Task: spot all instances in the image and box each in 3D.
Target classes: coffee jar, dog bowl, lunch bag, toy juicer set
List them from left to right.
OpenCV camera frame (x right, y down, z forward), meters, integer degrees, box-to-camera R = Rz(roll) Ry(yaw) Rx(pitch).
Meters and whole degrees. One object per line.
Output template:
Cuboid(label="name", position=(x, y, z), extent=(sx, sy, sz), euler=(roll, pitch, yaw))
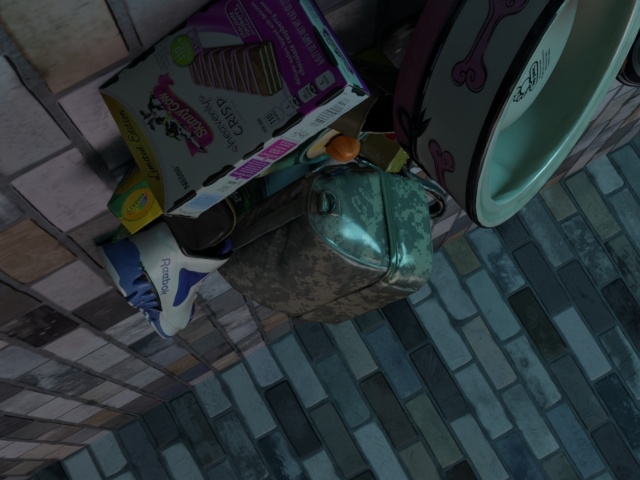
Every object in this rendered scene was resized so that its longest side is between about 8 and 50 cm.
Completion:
Cuboid(label="coffee jar", position=(-0.149, -0.050, 1.352), extent=(0.079, 0.096, 0.184), euler=(-36, -173, 14))
Cuboid(label="toy juicer set", position=(-0.008, -0.140, 1.457), extent=(0.209, 0.089, 0.329), euler=(-26, 169, -20))
Cuboid(label="lunch bag", position=(0.000, 0.000, 1.633), extent=(0.256, 0.212, 0.305), euler=(10, 157, -37))
Cuboid(label="dog bowl", position=(0.243, -0.225, 1.222), extent=(0.408, 0.150, 0.408), euler=(-46, 157, -26))

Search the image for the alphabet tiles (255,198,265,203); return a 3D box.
Cuboid(label="alphabet tiles", position=(-0.196, 0.009, 1.821), extent=(0.284, 0.021, 0.278), euler=(-26, 166, -23))

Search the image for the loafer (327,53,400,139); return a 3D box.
Cuboid(label="loafer", position=(0.029, -0.179, 1.238), extent=(0.251, 0.087, 0.094), euler=(-1, 130, -36))

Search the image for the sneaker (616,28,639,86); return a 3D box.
Cuboid(label="sneaker", position=(0.534, -0.331, 1.456), extent=(0.282, 0.099, 0.153), euler=(-45, -177, -4))

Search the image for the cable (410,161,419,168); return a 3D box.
Cuboid(label="cable", position=(0.266, -0.239, 1.738), extent=(0.257, 0.089, 0.257), euler=(-23, 166, -36))

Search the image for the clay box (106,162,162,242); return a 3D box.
Cuboid(label="clay box", position=(-0.171, -0.091, 1.217), extent=(0.222, 0.053, 0.127), euler=(-32, -161, 14))

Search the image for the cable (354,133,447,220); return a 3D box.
Cuboid(label="cable", position=(0.130, -0.115, 1.678), extent=(0.139, 0.072, 0.287), euler=(-22, 131, 3))

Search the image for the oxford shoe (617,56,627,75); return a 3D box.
Cuboid(label="oxford shoe", position=(0.383, -0.312, 1.468), extent=(0.076, 0.212, 0.076), euler=(-32, 138, -6))

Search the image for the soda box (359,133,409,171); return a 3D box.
Cuboid(label="soda box", position=(0.137, -0.192, 1.527), extent=(0.181, 0.058, 0.061), euler=(-56, 162, 16))

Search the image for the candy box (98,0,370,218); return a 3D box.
Cuboid(label="candy box", position=(-0.091, -0.150, 1.018), extent=(0.233, 0.159, 0.071), euler=(-34, 166, 18))

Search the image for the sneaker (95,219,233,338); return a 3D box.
Cuboid(label="sneaker", position=(-0.218, 0.046, 1.609), extent=(0.182, 0.127, 0.315), euler=(-29, 161, -3))
